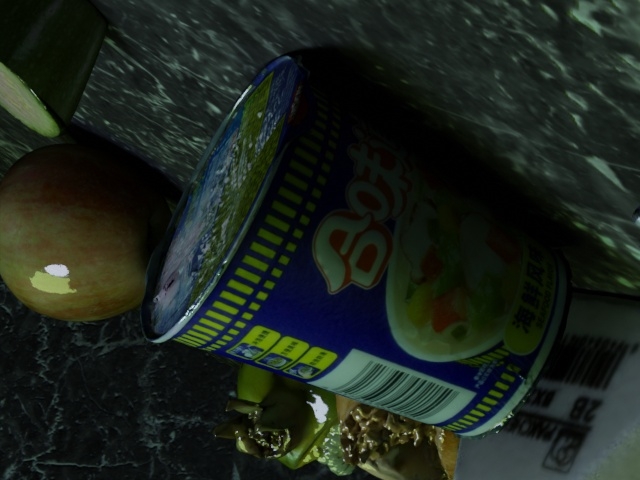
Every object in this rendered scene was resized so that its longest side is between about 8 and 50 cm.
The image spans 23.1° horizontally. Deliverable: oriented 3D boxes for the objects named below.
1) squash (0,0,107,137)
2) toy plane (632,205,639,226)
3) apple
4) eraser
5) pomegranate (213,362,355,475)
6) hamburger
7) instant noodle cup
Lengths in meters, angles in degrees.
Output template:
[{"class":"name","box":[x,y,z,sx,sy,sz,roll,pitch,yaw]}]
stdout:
[{"class":"squash","box":[-0.298,-0.198,1.568,0.170,0.123,0.170,31,169,6]},{"class":"toy plane","box":[0.305,0.032,1.089,0.169,0.078,0.246,24,166,31]},{"class":"apple","box":[-0.326,-0.013,2.171,0.233,0.257,0.257,-6,154,20]},{"class":"eraser","box":[0.278,0.171,1.438,0.150,0.331,0.331,38,167,-25]},{"class":"pomegranate","box":[-0.005,0.195,2.069,0.260,0.260,0.340,25,-155,29]},{"class":"hamburger","box":[0.110,0.143,1.625,0.146,0.286,0.243,-9,120,24]},{"class":"instant noodle cup","box":[0.042,0.026,1.372,0.312,0.284,0.284,27,170,-17]}]
